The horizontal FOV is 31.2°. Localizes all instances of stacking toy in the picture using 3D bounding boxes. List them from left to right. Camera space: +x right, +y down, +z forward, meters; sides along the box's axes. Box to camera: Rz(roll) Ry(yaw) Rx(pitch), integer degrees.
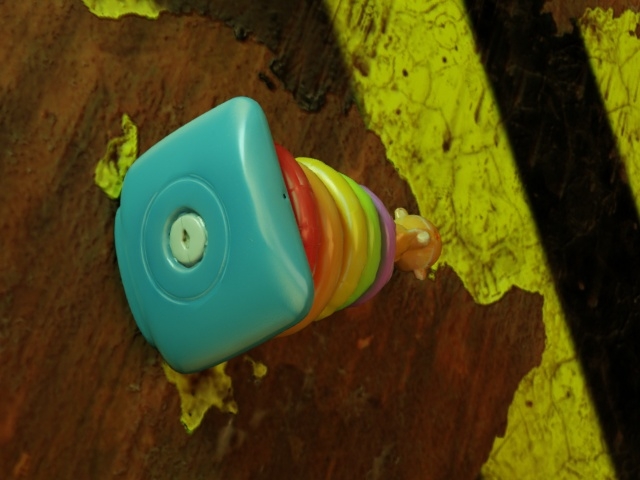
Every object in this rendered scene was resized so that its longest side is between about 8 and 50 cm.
[{"bbox_3d":[0.000,0.000,0.926,0.302,0.166,0.175,0,68,-49],"label":"stacking toy"}]
